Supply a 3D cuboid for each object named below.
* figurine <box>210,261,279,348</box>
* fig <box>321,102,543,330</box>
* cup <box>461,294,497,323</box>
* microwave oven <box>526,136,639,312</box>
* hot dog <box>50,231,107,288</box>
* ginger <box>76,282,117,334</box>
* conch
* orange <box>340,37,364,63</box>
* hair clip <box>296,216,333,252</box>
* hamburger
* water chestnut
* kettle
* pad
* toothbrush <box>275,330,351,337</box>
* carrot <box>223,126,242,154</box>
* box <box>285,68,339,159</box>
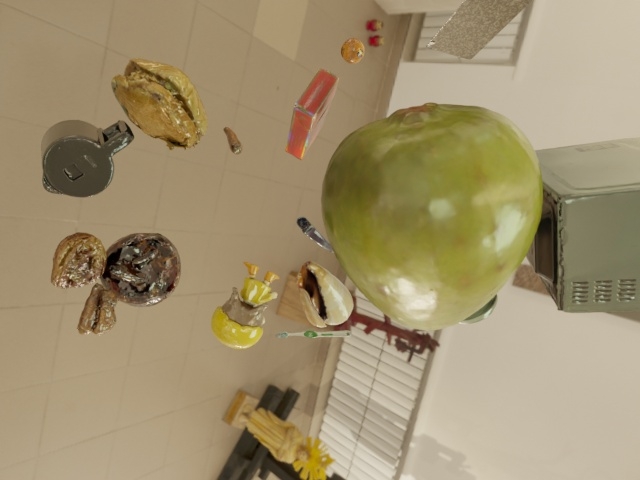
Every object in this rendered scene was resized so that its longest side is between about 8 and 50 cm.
[{"bbox_3d":[-0.308,0.268,1.733,0.187,0.215,0.344,90,20,-70],"label":"figurine"},{"bbox_3d":[0.133,-0.012,0.553,0.258,0.258,0.326,-42,140,-36],"label":"fig"},{"bbox_3d":[0.289,0.088,0.867,0.120,0.120,0.141,-43,118,-35],"label":"cup"},{"bbox_3d":[0.503,-0.036,0.753,0.355,0.286,0.219,-63,144,-66],"label":"microwave oven"},{"bbox_3d":[-0.811,0.080,1.415,0.160,0.099,0.227,-7,139,-42],"label":"hot dog"},{"bbox_3d":[-0.680,0.216,1.306,0.073,0.103,0.162,93,8,-81],"label":"ginger"},{"bbox_3d":[-0.003,0.155,1.266,0.158,0.127,0.255,-39,120,-17],"label":"conch"},{"bbox_3d":[0.111,-0.654,1.461,0.083,0.083,0.084,-27,126,-46],"label":"orange"},{"bbox_3d":[0.000,0.000,1.716,0.048,0.083,0.275,-44,137,3],"label":"hair clip"},{"bbox_3d":[-0.525,-0.445,1.392,0.158,0.318,0.319,-59,144,-27],"label":"hamburger"},{"bbox_3d":[-0.662,0.111,1.543,0.300,0.300,0.300,-27,126,-46],"label":"water chestnut"},{"bbox_3d":[-0.712,-0.255,1.307,0.262,0.308,0.203,-12,115,-28],"label":"kettle"},{"bbox_3d":[0.410,-0.571,1.119,0.158,0.235,0.003,6,72,-19],"label":"pad"},{"bbox_3d":[-0.029,0.363,1.643,0.030,0.303,0.030,-5,90,-76],"label":"toothbrush"},{"bbox_3d":[-0.327,-0.376,1.565,0.047,0.191,0.047,-14,135,-15],"label":"carrot"},{"bbox_3d":[-0.020,-0.261,0.898,0.112,0.048,0.175,-60,180,-20],"label":"box"}]
